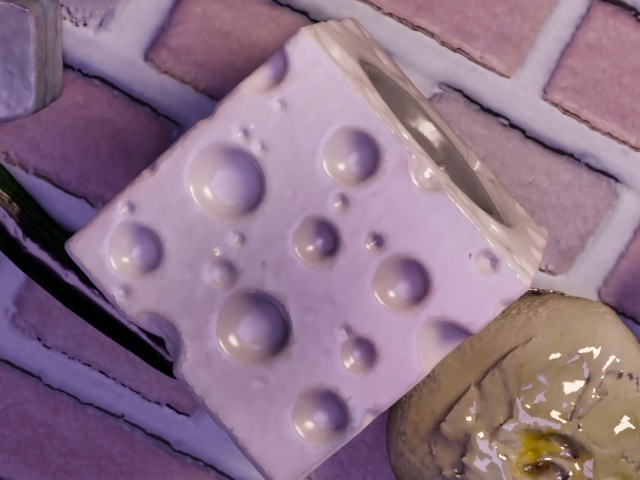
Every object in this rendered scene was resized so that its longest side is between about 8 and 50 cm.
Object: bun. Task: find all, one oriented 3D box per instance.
[{"bbox_3d":[0.171,0.164,1.589,0.239,0.141,0.239,0,104,1],"label":"bun"}]

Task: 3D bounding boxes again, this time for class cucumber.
[{"bbox_3d":[-0.209,0.016,1.594,0.284,0.056,0.056,44,103,-9],"label":"cucumber"}]

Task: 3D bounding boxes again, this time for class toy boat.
[{"bbox_3d":[-0.343,-0.146,1.529,0.283,0.078,0.127,0,111,-1],"label":"toy boat"}]

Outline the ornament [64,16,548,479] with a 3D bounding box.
[{"bbox_3d":[0.000,0.000,1.465,0.239,0.240,0.239,-41,90,12],"label":"ornament"}]
